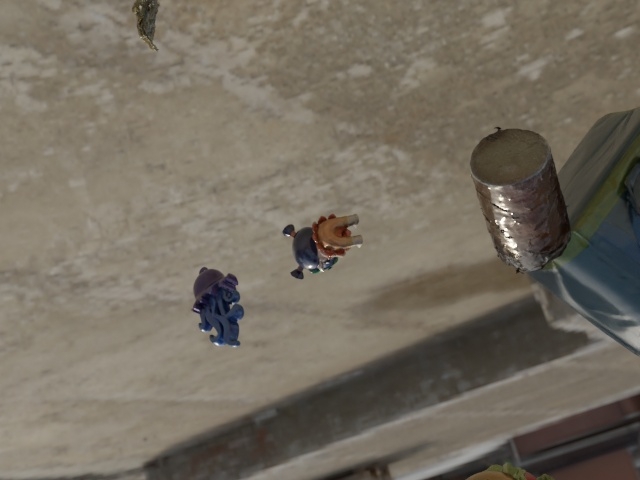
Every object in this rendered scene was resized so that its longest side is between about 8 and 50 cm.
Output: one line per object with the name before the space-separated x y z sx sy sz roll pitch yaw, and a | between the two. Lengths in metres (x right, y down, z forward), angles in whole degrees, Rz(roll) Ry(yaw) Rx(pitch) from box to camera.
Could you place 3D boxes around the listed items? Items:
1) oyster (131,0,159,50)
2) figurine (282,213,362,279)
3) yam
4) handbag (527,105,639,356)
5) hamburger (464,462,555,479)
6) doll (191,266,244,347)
oyster | -0.218 -0.281 1.289 0.034 0.051 0.093 -2 125 -6
figurine | 0.000 0.000 2.010 0.102 0.112 0.195 -3 164 -20
yam | 0.183 -0.036 0.938 0.079 0.079 0.141 -20 141 10
handbag | 0.398 -0.007 1.236 0.263 0.241 0.222 -53 -174 -11
hamburger | 0.307 0.510 1.726 0.212 0.274 0.274 20 150 -15
doll | -0.186 0.121 1.869 0.110 0.206 0.067 -41 136 16
